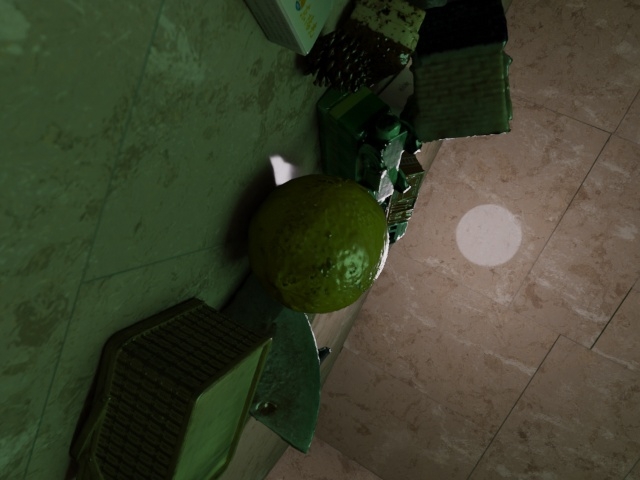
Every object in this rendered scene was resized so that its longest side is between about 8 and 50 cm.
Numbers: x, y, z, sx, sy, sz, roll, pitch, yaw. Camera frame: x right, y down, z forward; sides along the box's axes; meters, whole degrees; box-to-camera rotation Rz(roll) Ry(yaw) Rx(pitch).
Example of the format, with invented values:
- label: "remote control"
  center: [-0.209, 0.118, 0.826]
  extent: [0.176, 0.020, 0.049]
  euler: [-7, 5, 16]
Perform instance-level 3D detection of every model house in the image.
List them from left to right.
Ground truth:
- label: "model house"
  center: [0.288, -0.374, 1.015]
  extent: [0.298, 0.244, 0.284]
  euler: [-62, 148, -65]

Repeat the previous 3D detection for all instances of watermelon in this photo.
- label: "watermelon"
  center: [-0.146, 0.249, 0.974]
  extent: [0.259, 0.386, 0.228]
  euler: [-4, 159, -30]

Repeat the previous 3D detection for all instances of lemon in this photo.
- label: "lemon"
  center: [0.000, 0.000, 0.896]
  extent: [0.310, 0.258, 0.257]
  euler: [-35, 150, -58]

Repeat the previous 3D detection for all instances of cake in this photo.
- label: "cake"
  center: [0.128, -0.362, 0.918]
  extent: [0.112, 0.135, 0.246]
  euler: [-63, 166, -3]

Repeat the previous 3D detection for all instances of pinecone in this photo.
- label: "pinecone"
  center: [0.028, -0.285, 0.761]
  extent: [0.102, 0.109, 0.102]
  euler: [-54, 165, -22]

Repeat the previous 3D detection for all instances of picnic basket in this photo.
- label: "picnic basket"
  center: [-0.239, 0.279, 0.762]
  extent: [0.228, 0.175, 0.312]
  euler: [-26, 138, -66]

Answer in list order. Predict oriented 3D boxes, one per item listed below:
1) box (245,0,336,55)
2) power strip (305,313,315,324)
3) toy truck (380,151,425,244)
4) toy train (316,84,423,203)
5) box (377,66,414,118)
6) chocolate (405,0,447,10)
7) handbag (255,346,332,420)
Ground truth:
- label: "box"
  center: [-0.035, -0.364, 0.483]
  extent: [0.200, 0.065, 0.343]
  euler: [-62, 166, 1]
- label: "power strip"
  center: [-0.073, 0.237, 1.464]
  extent: [0.105, 0.070, 0.257]
  euler: [-65, 167, 15]
- label: "toy truck"
  center: [0.186, -0.116, 1.341]
  extent: [0.162, 0.136, 0.305]
  euler: [-10, 143, -12]
- label: "toy train"
  center: [0.096, -0.186, 1.005]
  extent: [0.120, 0.202, 0.300]
  euler: [-40, 160, -13]
- label: "box"
  center: [0.217, -0.324, 1.352]
  extent: [0.194, 0.111, 0.260]
  euler: [-50, 161, -35]
- label: "chocolate"
  center: [0.230, -0.540, 1.041]
  extent: [0.185, 0.101, 0.303]
  euler: [-51, 160, -26]
- label: "handbag"
  center: [-0.104, 0.496, 1.663]
  extent: [0.326, 0.089, 0.238]
  euler: [-54, 177, 41]
